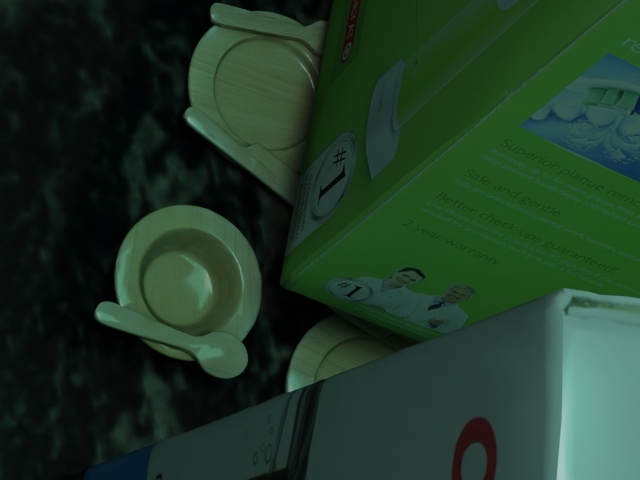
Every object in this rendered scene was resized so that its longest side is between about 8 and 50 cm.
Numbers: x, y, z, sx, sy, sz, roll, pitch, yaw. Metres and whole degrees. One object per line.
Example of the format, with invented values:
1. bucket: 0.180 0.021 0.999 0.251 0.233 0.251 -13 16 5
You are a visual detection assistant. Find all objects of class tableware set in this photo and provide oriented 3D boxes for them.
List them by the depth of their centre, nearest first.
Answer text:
1. tableware set: 0.000 0.000 0.702 0.141 0.020 0.168 26 68 -17

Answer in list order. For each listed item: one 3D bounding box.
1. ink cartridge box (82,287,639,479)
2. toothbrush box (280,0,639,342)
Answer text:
1. ink cartridge box: 0.034 0.155 0.515 0.129 0.307 0.223 10 73 -23
2. toothbrush box: 0.115 -0.104 0.615 0.122 0.283 0.206 22 56 -18
